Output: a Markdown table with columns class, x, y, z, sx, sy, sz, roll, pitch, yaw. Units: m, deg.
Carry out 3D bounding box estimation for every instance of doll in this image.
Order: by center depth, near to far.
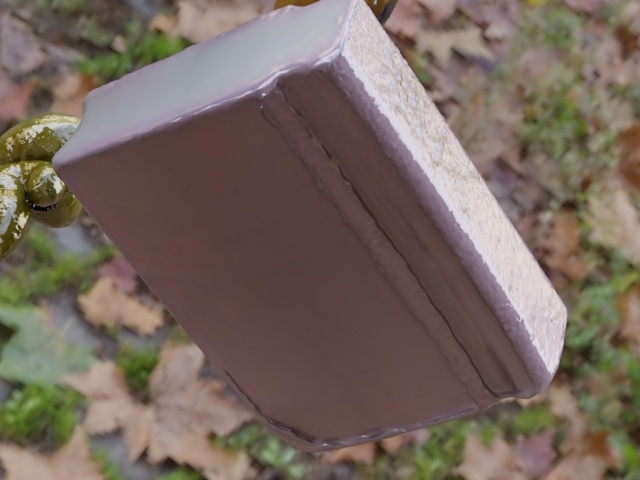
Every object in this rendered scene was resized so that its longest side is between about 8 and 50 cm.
| class | x | y | z | sx | sy | sz | roll | pitch | yaw |
| --- | --- | --- | --- | --- | --- | --- | --- | --- | --- |
| doll | -0.257 | -0.029 | 1.572 | 0.097 | 0.137 | 0.209 | 58 | 39 | -23 |

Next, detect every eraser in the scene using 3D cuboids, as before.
| class | x | y | z | sx | sy | sz | roll | pitch | yaw |
| --- | --- | --- | --- | --- | --- | --- | --- | --- | --- |
| eraser | 0.000 | 0.000 | 1.483 | 0.359 | 0.272 | 0.122 | 55 | 31 | -30 |

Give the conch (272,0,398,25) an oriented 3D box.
| class | x | y | z | sx | sy | sz | roll | pitch | yaw |
| --- | --- | --- | --- | --- | --- | --- | --- | --- | --- |
| conch | 0.009 | -0.205 | 1.784 | 0.093 | 0.330 | 0.109 | 34 | 27 | 16 |
